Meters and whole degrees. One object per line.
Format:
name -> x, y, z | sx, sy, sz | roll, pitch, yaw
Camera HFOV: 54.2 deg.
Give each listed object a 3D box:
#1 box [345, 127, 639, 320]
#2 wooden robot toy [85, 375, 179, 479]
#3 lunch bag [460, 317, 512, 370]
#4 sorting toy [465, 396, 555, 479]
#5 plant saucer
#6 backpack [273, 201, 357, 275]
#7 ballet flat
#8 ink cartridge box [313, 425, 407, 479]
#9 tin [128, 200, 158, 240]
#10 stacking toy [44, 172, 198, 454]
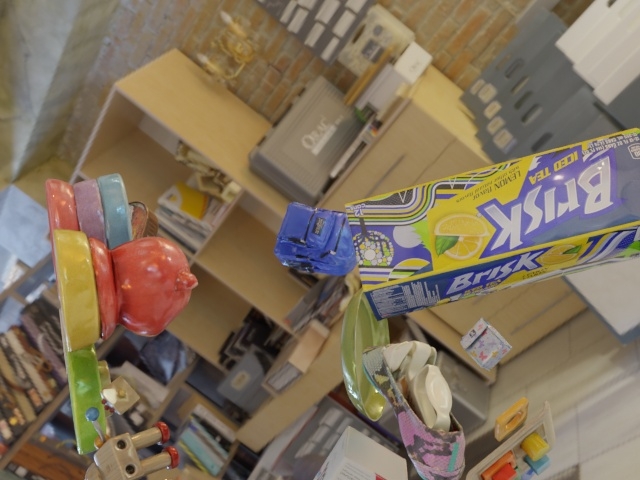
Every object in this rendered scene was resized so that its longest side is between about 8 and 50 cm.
box -> 0.104, -0.007, 0.361 | 0.168, 0.059, 0.054 | -14, -27, 7
wooden robot toy -> -0.182, 0.222, 0.586 | 0.079, 0.173, 0.076 | -41, -25, 31
lunch bag -> 0.325, 0.206, 1.250 | 0.071, 0.053, 0.083 | -48, 46, 12
sorting toy -> 0.339, 0.381, 1.067 | 0.196, 0.348, 0.047 | -41, 49, -8
plant saucer -> 0.080, 0.196, 1.113 | 0.037, 0.241, 0.241 | -4, 27, 20
backpack -> 0.000, 0.000, 0.922 | 0.101, 0.120, 0.098 | 62, -136, -72
ballet flat -> 0.105, 0.161, 0.681 | 0.221, 0.076, 0.079 | -116, 40, -63
ink cartridge box -> 0.055, 0.455, 1.112 | 0.176, 0.128, 0.127 | -60, 0, 10
tin -> -0.309, 0.022, 0.967 | 0.106, 0.040, 0.190 | -12, 51, 20
stacking toy -> -0.240, 0.074, 0.743 | 0.309, 0.130, 0.280 | -134, 43, -54
